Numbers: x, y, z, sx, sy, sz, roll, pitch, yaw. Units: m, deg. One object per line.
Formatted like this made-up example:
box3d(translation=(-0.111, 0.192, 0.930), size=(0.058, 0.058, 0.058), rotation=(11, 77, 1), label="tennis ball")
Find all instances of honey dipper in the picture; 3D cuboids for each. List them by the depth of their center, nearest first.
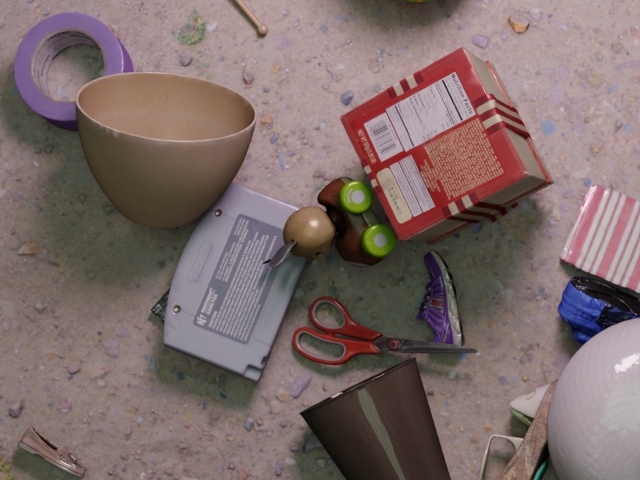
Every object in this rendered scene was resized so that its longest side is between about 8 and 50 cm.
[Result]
box3d(translation=(-0.145, -0.416, 1.957), size=(0.030, 0.030, 0.160), rotation=(-38, 83, -1), label="honey dipper")

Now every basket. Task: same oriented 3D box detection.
box3d(translation=(0.108, 0.327, 1.775), size=(0.204, 0.154, 0.226), rotation=(-27, 84, 2), label="basket")

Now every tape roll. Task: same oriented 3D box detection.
box3d(translation=(-0.419, -0.286, 1.934), size=(0.189, 0.080, 0.188), rotation=(-1, 81, 4), label="tape roll")

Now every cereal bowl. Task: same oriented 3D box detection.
box3d(translation=(0.520, 0.286, 1.694), size=(0.339, 0.141, 0.338), rotation=(-1, 95, -13), label="cereal bowl")

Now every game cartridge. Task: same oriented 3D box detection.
box3d(translation=(-0.137, 0.062, 1.863), size=(0.196, 0.060, 0.294), rotation=(22, 79, 1), label="game cartridge")

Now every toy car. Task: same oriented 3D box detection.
box3d(translation=(0.000, 0.000, 1.782), size=(0.188, 0.155, 0.149), rotation=(-28, 93, -9), label="toy car")

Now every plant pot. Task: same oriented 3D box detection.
box3d(translation=(-0.253, -0.133, 1.829), size=(0.284, 0.284, 0.190), rotation=(13, 119, 6), label="plant pot")

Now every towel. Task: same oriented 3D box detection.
box3d(translation=(0.505, 0.008, 1.848), size=(0.197, 0.029, 0.144), rotation=(24, 84, 5), label="towel")

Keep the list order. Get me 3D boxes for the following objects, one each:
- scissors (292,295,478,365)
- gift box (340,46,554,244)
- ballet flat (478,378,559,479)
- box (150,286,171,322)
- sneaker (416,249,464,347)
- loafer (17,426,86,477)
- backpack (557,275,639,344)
box3d(translation=(0.100, 0.177, 1.837), size=(0.297, 0.021, 0.109), rotation=(18, 83, 15), label="scissors")
box3d(translation=(0.184, -0.141, 1.783), size=(0.276, 0.258, 0.255), rotation=(-23, 82, 19), label="gift box")
box3d(translation=(0.326, 0.312, 1.783), size=(0.106, 0.107, 0.316), rotation=(29, 84, 21), label="ballet flat")
box3d(translation=(-0.231, 0.107, 1.894), size=(0.067, 0.018, 0.083), rotation=(41, 87, 9), label="box")
box3d(translation=(0.187, 0.100, 1.840), size=(0.071, 0.068, 0.169), rotation=(-10, 82, 9), label="sneaker")
box3d(translation=(-0.437, 0.348, 1.865), size=(0.125, 0.045, 0.039), rotation=(24, 78, 10), label="loafer")
box3d(translation=(0.435, 0.117, 1.801), size=(0.120, 0.098, 0.101), rotation=(27, 103, 6), label="backpack")
